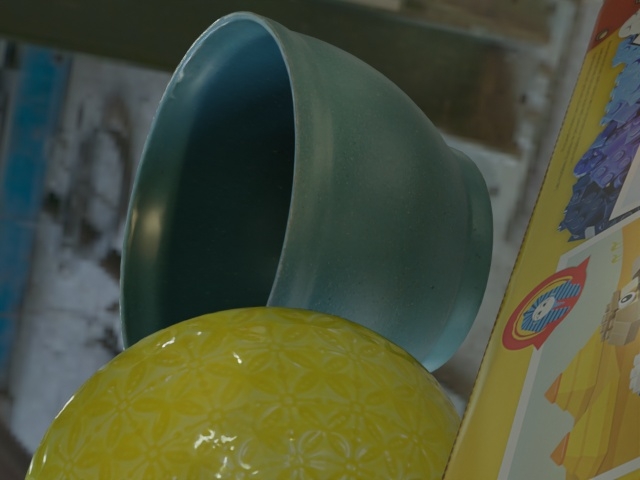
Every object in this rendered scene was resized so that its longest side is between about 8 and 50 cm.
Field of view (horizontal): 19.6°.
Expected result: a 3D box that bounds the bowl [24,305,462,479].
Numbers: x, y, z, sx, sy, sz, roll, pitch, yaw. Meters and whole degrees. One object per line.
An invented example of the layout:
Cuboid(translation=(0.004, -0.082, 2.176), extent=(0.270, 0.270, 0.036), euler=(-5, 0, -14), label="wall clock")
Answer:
Cuboid(translation=(-0.024, 0.196, 1.069), extent=(0.156, 0.289, 0.289), euler=(-129, 51, -67), label="bowl")

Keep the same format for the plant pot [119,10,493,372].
Cuboid(translation=(0.000, 0.000, 1.339), extent=(0.293, 0.196, 0.293), euler=(-34, 51, 54), label="plant pot")

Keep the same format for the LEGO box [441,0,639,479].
Cuboid(translation=(0.258, 0.017, 0.686), extent=(0.372, 0.193, 0.500), euler=(-31, 22, 37), label="LEGO box")
